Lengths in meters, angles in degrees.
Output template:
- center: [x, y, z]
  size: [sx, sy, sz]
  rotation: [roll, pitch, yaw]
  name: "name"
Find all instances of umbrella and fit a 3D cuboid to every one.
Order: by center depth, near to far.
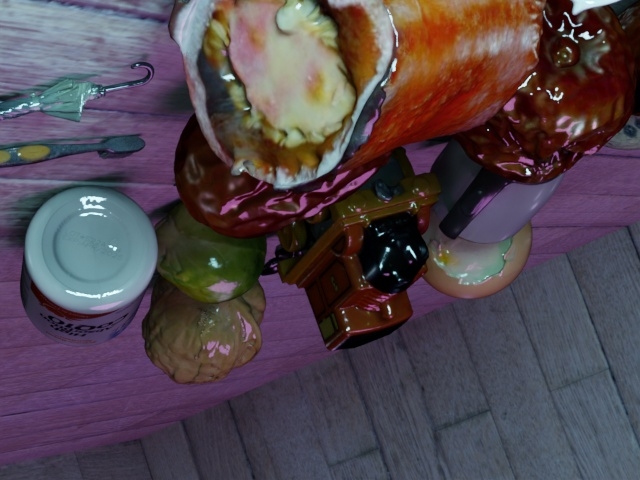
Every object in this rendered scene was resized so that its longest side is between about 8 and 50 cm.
- center: [-0.285, -0.119, 1.488]
  size: [0.269, 0.044, 0.044]
  rotation: [-16, 141, -10]
  name: "umbrella"

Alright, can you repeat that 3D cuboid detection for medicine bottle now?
- center: [-0.293, 0.044, 1.954]
  size: [0.157, 0.157, 0.289]
  rotation: [-16, 168, -16]
  name: "medicine bottle"

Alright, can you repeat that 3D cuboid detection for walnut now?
- center: [-0.183, 0.126, 2.477]
  size: [0.198, 0.198, 0.245]
  rotation: [-14, 161, -26]
  name: "walnut"

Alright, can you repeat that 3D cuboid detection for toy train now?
- center: [0.054, 0.017, 2.233]
  size: [0.163, 0.232, 0.369]
  rotation: [-16, 168, -20]
  name: "toy train"

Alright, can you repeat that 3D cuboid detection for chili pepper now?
- center: [0.052, -0.158, 1.403]
  size: [0.305, 0.229, 0.251]
  rotation: [-6, 145, -49]
  name: "chili pepper"

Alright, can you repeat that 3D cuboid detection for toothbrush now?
- center: [-0.312, -0.088, 1.635]
  size: [0.321, 0.023, 0.031]
  rotation: [-8, 161, -46]
  name: "toothbrush"

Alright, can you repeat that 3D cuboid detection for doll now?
- center: [0.000, 0.000, 2.492]
  size: [0.219, 0.067, 0.091]
  rotation: [-20, 167, -26]
  name: "doll"

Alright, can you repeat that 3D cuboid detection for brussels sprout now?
- center: [-0.147, 0.014, 2.111]
  size: [0.155, 0.155, 0.117]
  rotation: [-20, 170, 1]
  name: "brussels sprout"

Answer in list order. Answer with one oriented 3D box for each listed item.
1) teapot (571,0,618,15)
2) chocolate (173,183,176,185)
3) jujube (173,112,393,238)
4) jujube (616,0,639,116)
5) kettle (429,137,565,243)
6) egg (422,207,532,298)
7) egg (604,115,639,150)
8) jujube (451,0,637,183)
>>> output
- center: [0.345, -0.293, 1.385]
  size: [0.298, 0.139, 0.204]
  rotation: [-7, -166, 22]
  name: "teapot"
- center: [-0.046, -0.105, 1.900]
  size: [0.102, 0.065, 0.329]
  rotation: [-10, 167, -44]
  name: "chocolate"
- center: [-0.037, -0.105, 1.651]
  size: [0.250, 0.174, 0.174]
  rotation: [-27, 167, 18]
  name: "jujube"
- center: [0.416, -0.218, 1.909]
  size: [0.168, 0.168, 0.236]
  rotation: [-10, 167, -41]
  name: "jujube"
- center: [0.237, -0.086, 2.151]
  size: [0.221, 0.161, 0.236]
  rotation: [-47, 177, -21]
  name: "kettle"
- center: [0.242, -0.003, 2.538]
  size: [0.201, 0.201, 0.244]
  rotation: [-21, 171, 6]
  name: "egg"
- center: [0.419, -0.190, 2.082]
  size: [0.141, 0.141, 0.181]
  rotation: [-11, 164, -37]
  name: "egg"
- center: [0.238, -0.173, 1.738]
  size: [0.212, 0.213, 0.232]
  rotation: [-17, 164, -12]
  name: "jujube"
